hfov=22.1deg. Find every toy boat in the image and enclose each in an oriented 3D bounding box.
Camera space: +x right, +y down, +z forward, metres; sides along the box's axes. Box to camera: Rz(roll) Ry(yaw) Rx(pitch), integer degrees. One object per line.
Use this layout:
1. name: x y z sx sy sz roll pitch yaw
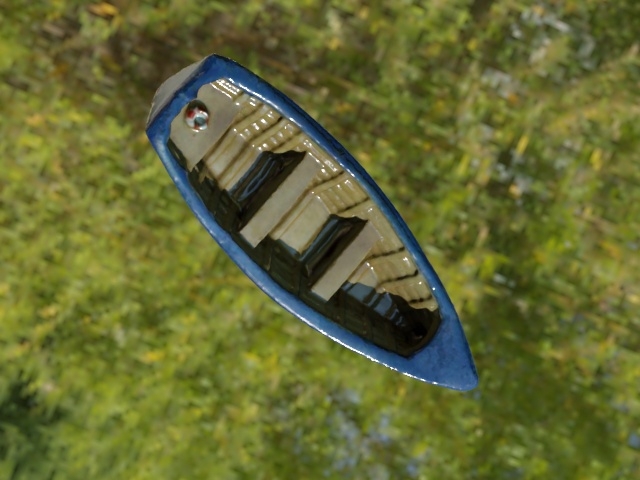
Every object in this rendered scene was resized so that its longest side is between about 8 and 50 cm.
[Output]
1. toy boat: 0.000 0.000 0.825 0.080 0.229 0.046 -51 -153 -9
